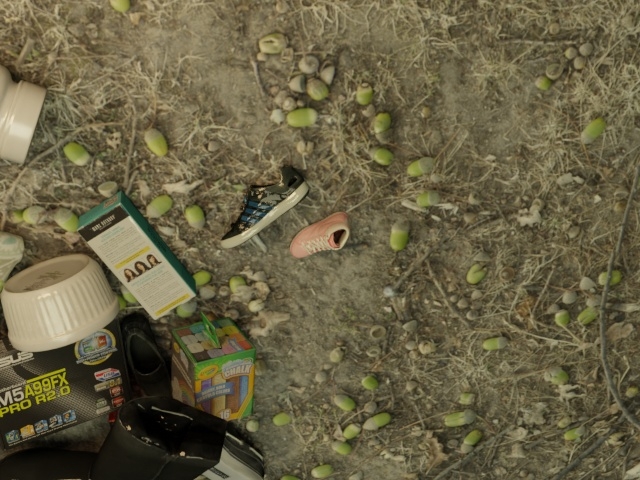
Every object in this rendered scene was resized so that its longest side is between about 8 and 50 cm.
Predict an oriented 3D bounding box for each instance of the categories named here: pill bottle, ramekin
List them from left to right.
[{"bbox_3d":[-0.606,-0.234,1.531,0.283,0.161,0.161,18,114,-18],"label":"pill bottle"},{"bbox_3d":[-0.483,0.107,1.717,0.207,0.207,0.109,-15,110,-1],"label":"ramekin"}]

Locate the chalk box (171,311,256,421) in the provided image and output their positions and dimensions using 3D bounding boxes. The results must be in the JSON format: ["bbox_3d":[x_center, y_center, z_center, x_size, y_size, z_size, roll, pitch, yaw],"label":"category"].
[{"bbox_3d":[-0.213,0.241,1.850,0.132,0.132,0.213,-10,122,-27],"label":"chalk box"}]

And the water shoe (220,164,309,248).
[{"bbox_3d":[-0.117,-0.065,1.764,0.203,0.073,0.080,-36,96,6],"label":"water shoe"}]

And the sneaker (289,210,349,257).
[{"bbox_3d":[0.000,0.000,1.806,0.134,0.070,0.051,-33,120,10],"label":"sneaker"}]

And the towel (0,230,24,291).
[{"bbox_3d":[-0.754,0.109,1.669,0.320,0.090,0.374,12,121,-50],"label":"towel"}]

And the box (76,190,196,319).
[{"bbox_3d":[-0.345,0.031,1.773,0.100,0.060,0.244,-31,118,8],"label":"box"}]

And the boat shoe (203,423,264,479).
[{"bbox_3d":[-0.223,0.433,1.987,0.108,0.102,0.301,-26,127,32],"label":"boat shoe"}]

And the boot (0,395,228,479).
[{"bbox_3d":[-0.423,0.427,1.813,0.367,0.146,0.445,9,151,-25],"label":"boot"}]

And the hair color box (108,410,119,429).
[{"bbox_3d":[-0.369,0.384,1.971,0.141,0.043,0.072,-11,118,-4],"label":"hair color box"}]

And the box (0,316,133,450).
[{"bbox_3d":[-0.515,0.267,1.822,0.270,0.060,0.216,-17,122,-25],"label":"box"}]

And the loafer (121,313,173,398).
[{"bbox_3d":[-0.348,0.253,1.883,0.076,0.078,0.223,-15,120,-2],"label":"loafer"}]
